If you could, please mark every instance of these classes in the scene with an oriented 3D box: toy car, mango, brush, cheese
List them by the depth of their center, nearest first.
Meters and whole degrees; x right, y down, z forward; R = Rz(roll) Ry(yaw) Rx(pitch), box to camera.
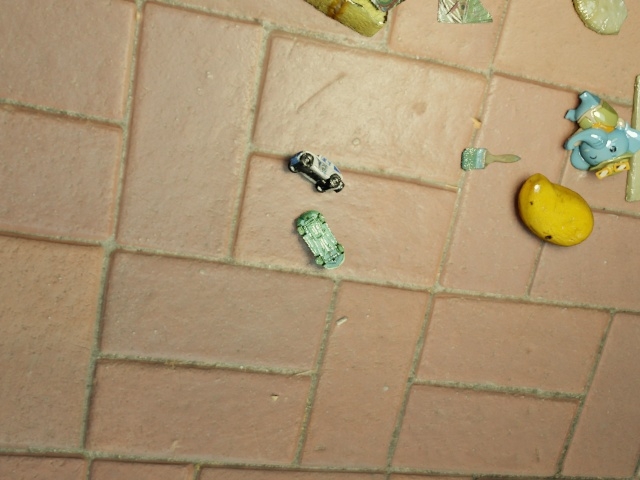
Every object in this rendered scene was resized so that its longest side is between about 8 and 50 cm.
[{"bbox_3d":[-0.004,-0.193,1.525,0.171,0.080,0.070,34,65,-24],"label":"toy car"},{"bbox_3d":[0.000,0.000,1.593,0.094,0.058,0.186,-32,96,-1],"label":"toy car"},{"bbox_3d":[0.522,-0.248,1.650,0.197,0.021,0.070,-2,107,-11],"label":"brush"},{"bbox_3d":[0.717,-0.092,1.682,0.295,0.120,0.177,35,104,-16],"label":"mango"},{"bbox_3d":[1.024,-0.321,1.724,0.085,0.034,0.399,-6,105,-10],"label":"cheese"}]

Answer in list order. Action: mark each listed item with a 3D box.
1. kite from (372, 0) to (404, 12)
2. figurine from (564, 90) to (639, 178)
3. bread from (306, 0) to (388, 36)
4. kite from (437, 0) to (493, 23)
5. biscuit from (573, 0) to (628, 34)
[{"bbox_3d":[0.235,-0.697,1.423,0.286,0.015,0.152,-25,84,-19],"label":"kite"},{"bbox_3d":[0.833,-0.311,1.645,0.180,0.154,0.262,-42,91,11],"label":"figurine"},{"bbox_3d":[0.057,-0.641,1.413,0.266,0.178,0.141,26,130,-14],"label":"bread"},{"bbox_3d":[0.417,-0.701,1.515,0.250,0.012,0.229,-44,109,1],"label":"kite"},{"bbox_3d":[0.794,-0.717,1.569,0.141,0.038,0.289,-29,108,-2],"label":"biscuit"}]
